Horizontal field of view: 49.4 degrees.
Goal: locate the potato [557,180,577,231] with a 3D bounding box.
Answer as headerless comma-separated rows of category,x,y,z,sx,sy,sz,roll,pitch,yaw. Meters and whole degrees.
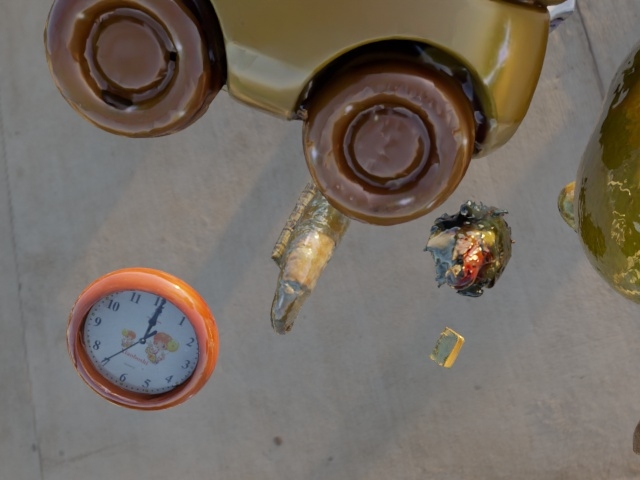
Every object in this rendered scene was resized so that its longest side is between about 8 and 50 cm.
potato,0.481,-0.048,1.231,0.080,0.170,0.107,-33,57,43

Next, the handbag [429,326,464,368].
handbag,0.296,0.251,1.629,0.083,0.027,0.061,-64,30,3

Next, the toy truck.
toy truck,0.012,-0.146,0.372,0.287,0.204,0.212,21,116,-3

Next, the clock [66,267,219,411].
clock,-0.237,0.134,0.932,0.205,0.051,0.205,1,108,2

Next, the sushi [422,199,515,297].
sushi,0.192,0.003,0.887,0.103,0.226,0.097,15,111,18

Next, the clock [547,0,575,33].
clock,0.200,-0.308,0.965,0.253,0.186,0.084,9,76,-12

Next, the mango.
mango,0.392,-0.091,0.688,0.220,0.445,0.301,37,133,-3

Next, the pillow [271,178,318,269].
pillow,-0.047,-0.027,1.513,0.038,0.113,0.204,21,71,23

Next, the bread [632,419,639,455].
bread,0.606,0.270,0.992,0.312,0.312,0.173,-32,76,20

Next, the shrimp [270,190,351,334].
shrimp,0.000,0.000,0.703,0.047,0.126,0.223,23,54,7
